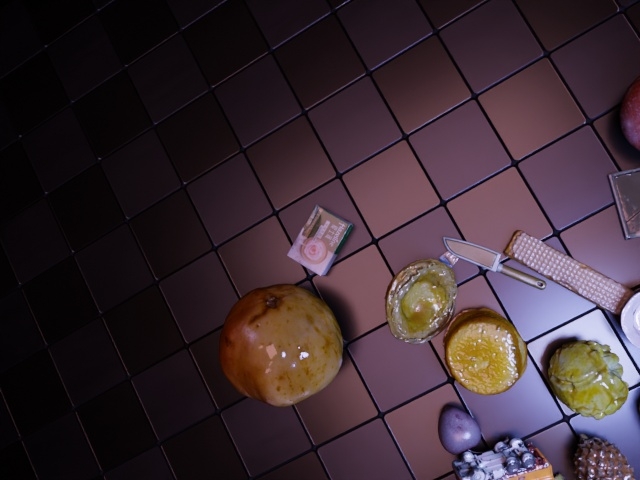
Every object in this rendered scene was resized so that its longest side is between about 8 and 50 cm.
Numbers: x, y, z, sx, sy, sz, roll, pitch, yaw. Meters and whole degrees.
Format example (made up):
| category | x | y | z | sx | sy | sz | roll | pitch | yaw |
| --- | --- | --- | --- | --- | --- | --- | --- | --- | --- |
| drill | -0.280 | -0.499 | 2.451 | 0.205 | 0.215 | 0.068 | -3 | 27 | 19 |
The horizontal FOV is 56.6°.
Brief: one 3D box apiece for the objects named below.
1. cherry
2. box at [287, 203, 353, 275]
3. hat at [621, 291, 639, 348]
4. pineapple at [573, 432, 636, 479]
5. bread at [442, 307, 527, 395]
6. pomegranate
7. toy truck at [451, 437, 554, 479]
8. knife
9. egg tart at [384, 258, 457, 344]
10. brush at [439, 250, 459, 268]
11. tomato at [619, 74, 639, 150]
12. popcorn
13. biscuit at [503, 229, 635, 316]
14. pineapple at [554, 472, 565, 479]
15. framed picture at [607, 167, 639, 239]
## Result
| category | x | y | z | sx | sy | sz | roll | pitch | yaw |
| --- | --- | --- | --- | --- | --- | --- | --- | --- | --- |
| cherry | 0.445 | 0.564 | 1.803 | 0.188 | 0.115 | 0.148 | -28 | 41 | 4 |
| box | 0.000 | 0.000 | 1.939 | 0.135 | 0.081 | 0.199 | 30 | 96 | 12 |
| hat | 0.956 | 0.224 | 1.684 | 0.203 | 0.126 | 0.203 | 0 | 89 | 19 |
| pineapple | 0.793 | 0.641 | 1.688 | 0.166 | 0.166 | 0.193 | -30 | 64 | 10 |
| bread | 0.485 | 0.338 | 1.779 | 0.268 | 0.145 | 0.269 | 0 | 90 | 16 |
| pomegranate | -0.112 | 0.337 | 1.826 | 0.409 | 0.410 | 0.411 | -1 | 87 | 13 |
| toy truck | 0.528 | 0.674 | 1.732 | 0.270 | 0.114 | 0.135 | -15 | 104 | -2 |
| knife | 0.536 | 0.064 | 1.841 | 0.342 | 0.027 | 0.061 | 22 | 91 | 10 |
| egg tart | 0.297 | 0.181 | 1.810 | 0.118 | 0.288 | 0.288 | 28 | 94 | 57 |
| brush | 0.366 | 0.095 | 1.885 | 0.164 | 0.014 | 0.051 | -41 | 78 | 8 |
| tomato | 0.986 | -0.366 | 1.662 | 0.270 | 0.227 | 0.271 | -1 | 84 | 14 |
| popcorn | 0.761 | 0.396 | 1.699 | 0.204 | 0.183 | 0.221 | -28 | 83 | 41 |
| biscuit | 0.739 | 0.094 | 1.780 | 0.378 | 0.054 | 0.094 | 30 | 93 | 13 |
| pineapple | 0.667 | 0.781 | 1.751 | 0.249 | 0.164 | 0.140 | 5 | 127 | 17 |
| framed picture | 1.017 | -0.131 | 1.748 | 0.281 | 0.019 | 0.209 | -12 | 85 | 12 |
